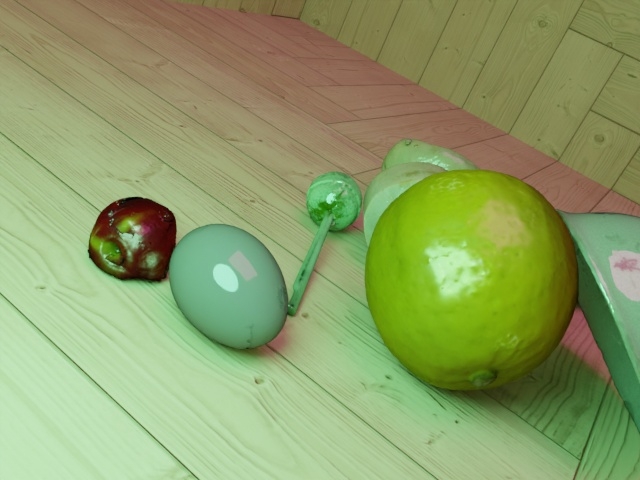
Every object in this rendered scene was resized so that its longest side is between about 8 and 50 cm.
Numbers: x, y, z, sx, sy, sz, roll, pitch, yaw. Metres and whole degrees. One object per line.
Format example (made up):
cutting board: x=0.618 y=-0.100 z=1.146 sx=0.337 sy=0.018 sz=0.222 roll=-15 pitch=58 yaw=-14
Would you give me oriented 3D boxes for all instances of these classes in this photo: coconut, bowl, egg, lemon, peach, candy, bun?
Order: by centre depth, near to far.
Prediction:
egg: x=-0.126 y=0.062 z=0.877 sx=0.146 sy=0.146 sz=0.198 roll=-5 pitch=47 yaw=-46
peach: x=-0.272 y=-0.014 z=0.958 sx=0.127 sy=0.092 sz=0.172 roll=19 pitch=29 yaw=-4
lemon: x=0.226 y=0.060 z=0.979 sx=0.348 sy=0.347 sz=0.348 roll=19 pitch=26 yaw=-10
bowl: x=0.549 y=0.115 z=1.032 sx=0.435 sy=0.196 sz=0.434 roll=-21 pitch=90 yaw=-77
candy: x=0.000 y=0.000 z=1.180 sx=0.119 sy=0.119 sz=0.440 roll=23 pitch=33 yaw=-2
coconut: x=0.192 y=-0.036 z=1.257 sx=0.241 sy=0.241 sz=0.241 roll=19 pitch=26 yaw=-10
bun: x=0.268 y=-0.142 z=1.574 sx=0.259 sy=0.160 sz=0.259 roll=27 pitch=1 yaw=0
